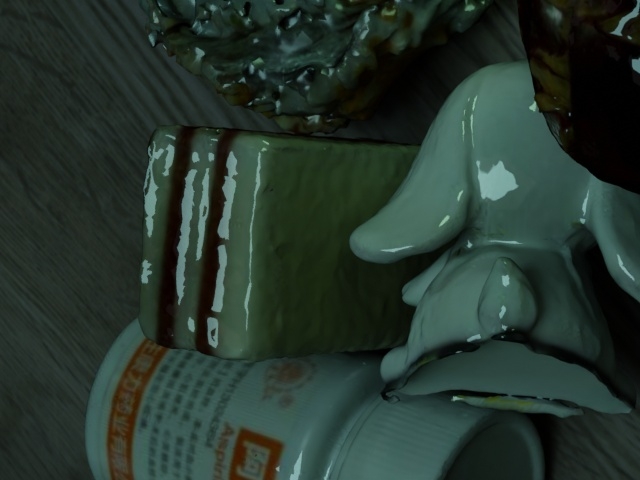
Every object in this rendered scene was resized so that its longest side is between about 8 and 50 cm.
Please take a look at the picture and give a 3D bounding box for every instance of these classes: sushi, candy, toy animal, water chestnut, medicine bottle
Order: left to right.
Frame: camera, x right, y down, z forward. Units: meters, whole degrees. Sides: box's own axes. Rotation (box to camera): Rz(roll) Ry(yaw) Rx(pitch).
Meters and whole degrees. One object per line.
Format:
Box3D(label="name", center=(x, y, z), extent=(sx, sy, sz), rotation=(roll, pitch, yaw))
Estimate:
Box3D(label="sushi", center=(-0.019, -0.308, 1.600), extent=(0.417, 0.176, 0.417), rotation=(3, 96, 38))
Box3D(label="medicine bottle", center=(-0.009, 0.188, 1.608), extent=(0.371, 0.211, 0.211), rotation=(16, 103, 37))
Box3D(label="candy", center=(0.000, 0.000, 1.521), extent=(0.135, 0.321, 0.179), rotation=(8, 95, 36))
Box3D(label="toy animal", center=(0.147, -0.002, 1.447), extent=(0.174, 0.249, 0.289), rotation=(92, 164, -66))
Box3D(label="water chestnut", center=(0.254, -0.183, 1.339), extent=(0.300, 0.300, 0.300), rotation=(3, 95, 38))
